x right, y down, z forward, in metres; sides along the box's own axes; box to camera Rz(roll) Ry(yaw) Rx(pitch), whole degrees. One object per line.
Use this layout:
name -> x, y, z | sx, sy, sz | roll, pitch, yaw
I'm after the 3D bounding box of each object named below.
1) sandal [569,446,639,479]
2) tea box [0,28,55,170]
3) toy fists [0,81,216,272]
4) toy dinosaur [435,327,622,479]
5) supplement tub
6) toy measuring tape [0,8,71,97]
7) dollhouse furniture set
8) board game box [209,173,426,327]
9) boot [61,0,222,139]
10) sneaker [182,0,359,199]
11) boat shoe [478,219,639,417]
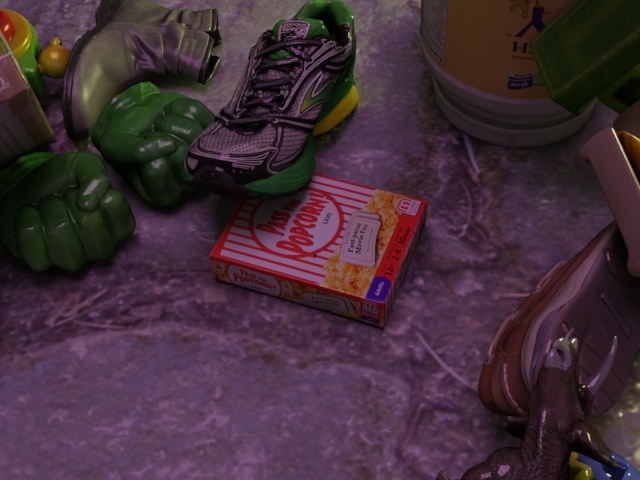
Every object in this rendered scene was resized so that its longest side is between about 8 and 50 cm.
sandal -> 0.288, 0.275, 0.767 | 0.138, 0.126, 0.317 | -21, 58, -26
tea box -> -0.446, -0.209, 0.966 | 0.220, 0.329, 0.323 | -29, 94, -11
toy fists -> -0.233, -0.074, 1.079 | 0.142, 0.096, 0.279 | 37, 61, 26
toy dinosaur -> 0.123, 0.218, 0.741 | 0.160, 0.313, 0.121 | -16, 56, -47
supplement tub -> 0.232, -0.289, 1.069 | 0.241, 0.331, 0.241 | -2, 52, 3
toy measuring tape -> -0.468, -0.232, 1.208 | 0.330, 0.121, 0.121 | 1, 52, 4
dollhouse furniture set -> 0.349, -0.097, 0.902 | 0.197, 0.151, 0.301 | 20, 44, -36
board game box -> 0.000, 0.000, 1.037 | 0.193, 0.045, 0.147 | 14, 53, 15
boot -> -0.215, -0.219, 1.206 | 0.161, 0.083, 0.246 | 10, 54, 4
sneaker -> -0.054, -0.161, 1.060 | 0.134, 0.146, 0.343 | 12, 39, 14
boat shoe -> 0.253, 0.063, 0.920 | 0.324, 0.116, 0.123 | -30, 92, -42
